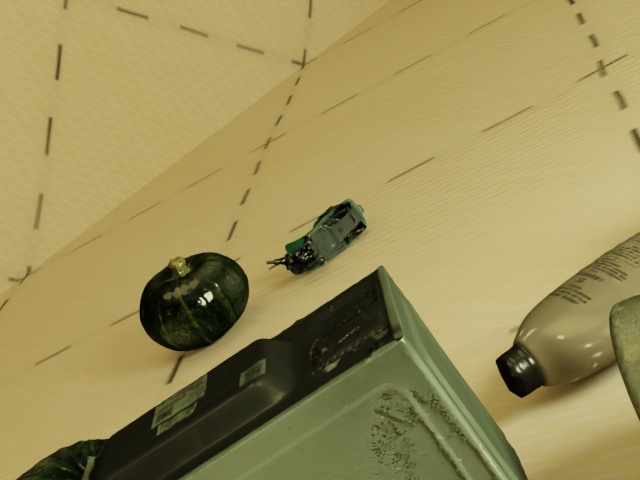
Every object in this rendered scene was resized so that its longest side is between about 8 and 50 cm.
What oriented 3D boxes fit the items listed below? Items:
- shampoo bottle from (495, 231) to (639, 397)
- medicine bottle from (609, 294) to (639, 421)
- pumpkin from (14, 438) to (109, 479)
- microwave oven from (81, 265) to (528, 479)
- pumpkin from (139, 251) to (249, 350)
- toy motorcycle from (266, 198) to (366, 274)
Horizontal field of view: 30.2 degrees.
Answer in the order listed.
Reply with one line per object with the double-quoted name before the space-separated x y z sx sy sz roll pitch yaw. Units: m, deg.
"shampoo bottle" 0.268 0.055 1.073 0.257 0.078 0.127 -31 18 -12
"medicine bottle" 0.369 0.048 0.791 0.322 0.151 0.151 -25 18 22
"pumpkin" -0.208 0.283 1.141 0.211 0.152 0.212 -1 39 0
"microwave oven" -0.011 0.195 0.911 0.295 0.237 0.181 -34 15 8
"pumpkin" -0.185 0.086 1.708 0.167 0.125 0.167 -32 33 24
"toy motorcycle" 0.000 0.000 1.749 0.173 0.058 0.100 -42 13 -35
